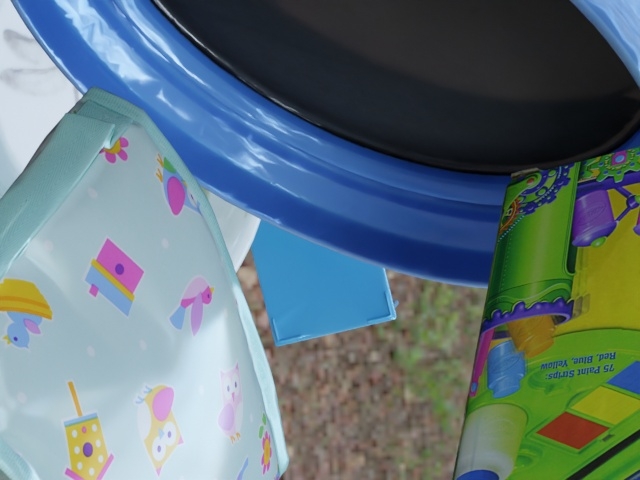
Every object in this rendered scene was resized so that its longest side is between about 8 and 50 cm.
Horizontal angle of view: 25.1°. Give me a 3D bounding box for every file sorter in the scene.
[{"bbox_3d":[0.000,0.000,1.390,0.104,0.118,0.170,-34,110,-81],"label":"file sorter"}]

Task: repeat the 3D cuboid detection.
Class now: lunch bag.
[{"bbox_3d":[-0.129,0.086,0.704,0.223,0.160,0.262,-60,151,-45],"label":"lunch bag"}]

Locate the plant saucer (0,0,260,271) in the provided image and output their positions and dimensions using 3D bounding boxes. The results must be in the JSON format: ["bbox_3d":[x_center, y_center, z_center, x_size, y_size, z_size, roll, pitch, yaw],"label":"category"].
[{"bbox_3d":[-0.180,-0.123,1.115,0.400,0.100,0.400,11,78,-58],"label":"plant saucer"}]

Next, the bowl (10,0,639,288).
[{"bbox_3d":[0.013,-0.108,0.767,0.077,0.391,0.391,-64,152,-23],"label":"bowl"}]

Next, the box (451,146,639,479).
[{"bbox_3d":[0.210,0.105,0.501,0.177,0.290,0.279,52,40,-37],"label":"box"}]
